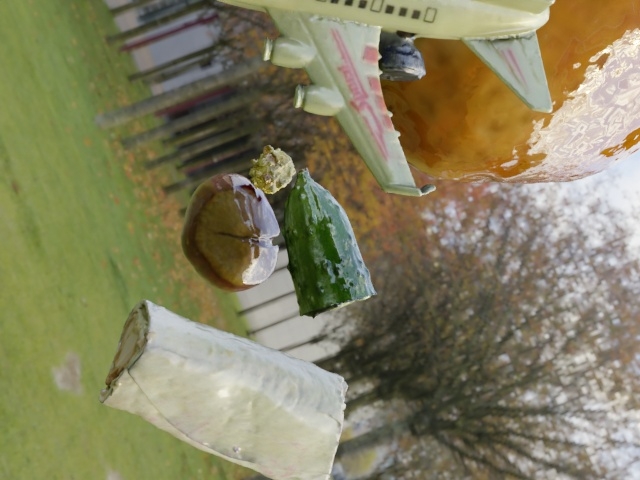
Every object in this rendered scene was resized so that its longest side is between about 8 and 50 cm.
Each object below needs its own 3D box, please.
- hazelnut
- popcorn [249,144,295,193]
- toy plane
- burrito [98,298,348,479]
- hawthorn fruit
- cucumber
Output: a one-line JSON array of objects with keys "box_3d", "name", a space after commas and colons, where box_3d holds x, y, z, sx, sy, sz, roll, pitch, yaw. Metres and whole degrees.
[{"box_3d": [-0.158, -0.014, 1.674, 0.181, 0.181, 0.212, -7, 102, -75], "name": "hazelnut"}, {"box_3d": [-0.084, -0.122, 1.617, 0.057, 0.082, 0.083, 9, -73, 56], "name": "popcorn"}, {"box_3d": [0.023, -0.154, 0.573, 0.104, 0.256, 0.241, -21, 120, -84], "name": "toy plane"}, {"box_3d": [-0.082, 0.168, 0.996, 0.299, 0.143, 0.105, 29, 25, -27], "name": "burrito"}, {"box_3d": [0.197, -0.270, 0.905, 0.472, 0.472, 0.471, 159, -90, -86], "name": "hawthorn fruit"}, {"box_3d": [0.000, 0.000, 1.533, 0.134, 0.134, 0.244, 101, -26, -83], "name": "cucumber"}]
